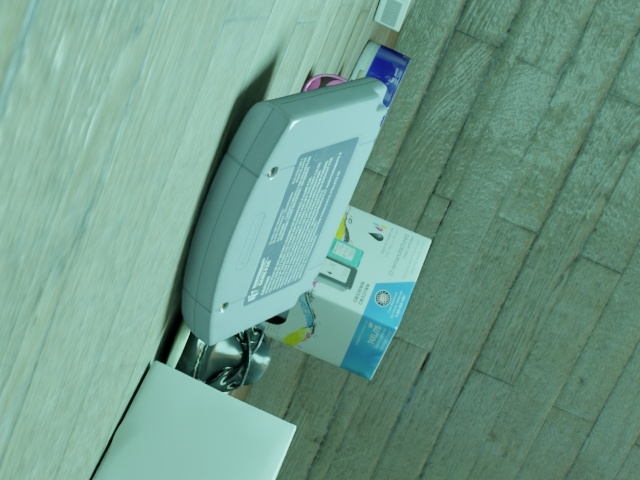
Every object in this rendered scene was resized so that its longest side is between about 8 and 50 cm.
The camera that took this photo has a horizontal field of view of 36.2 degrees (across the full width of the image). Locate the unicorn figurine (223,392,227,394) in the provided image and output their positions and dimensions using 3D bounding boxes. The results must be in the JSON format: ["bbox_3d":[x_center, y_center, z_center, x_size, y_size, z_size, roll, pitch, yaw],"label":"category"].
[{"bbox_3d":[-0.172,0.219,1.735,0.162,0.060,0.111,84,26,-52],"label":"unicorn figurine"}]

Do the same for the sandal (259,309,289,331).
[{"bbox_3d":[-0.110,0.096,1.422,0.254,0.097,0.054,53,59,-76],"label":"sandal"}]

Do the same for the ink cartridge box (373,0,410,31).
[{"bbox_3d":[0.207,-0.608,1.959,0.296,0.066,0.261,111,5,-62],"label":"ink cartridge box"}]

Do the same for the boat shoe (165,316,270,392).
[{"bbox_3d":[-0.117,0.136,1.230,0.340,0.113,0.127,103,11,-80],"label":"boat shoe"}]

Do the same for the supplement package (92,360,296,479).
[{"bbox_3d":[-0.153,0.289,1.140,0.293,0.175,0.177,108,6,-66],"label":"supplement package"}]

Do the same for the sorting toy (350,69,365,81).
[{"bbox_3d":[0.029,-0.233,1.819,0.274,0.046,0.132,108,6,-68],"label":"sorting toy"}]

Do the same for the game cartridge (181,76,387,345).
[{"bbox_3d":[-0.045,-0.028,1.021,0.196,0.060,0.294,-27,147,-49],"label":"game cartridge"}]

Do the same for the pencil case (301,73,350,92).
[{"bbox_3d":[0.020,-0.182,1.434,0.209,0.098,0.095,54,59,-87],"label":"pencil case"}]

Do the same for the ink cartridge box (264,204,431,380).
[{"bbox_3d":[0.013,0.068,1.671,0.197,0.270,0.198,108,5,-55],"label":"ink cartridge box"}]

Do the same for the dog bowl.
[{"bbox_3d":[0.106,-0.308,2.205,0.265,0.104,0.264,23,90,-88],"label":"dog bowl"}]
